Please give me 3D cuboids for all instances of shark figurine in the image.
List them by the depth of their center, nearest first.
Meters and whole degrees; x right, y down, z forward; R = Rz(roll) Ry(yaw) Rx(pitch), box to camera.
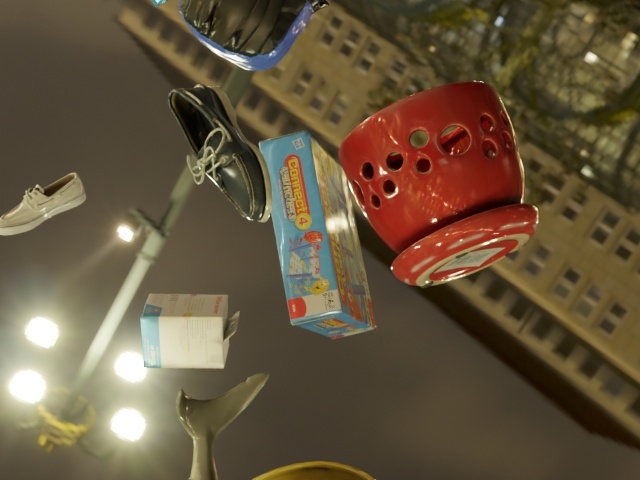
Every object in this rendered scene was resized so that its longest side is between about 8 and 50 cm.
[{"bbox_3d":[-0.068,0.259,1.003,0.116,0.166,0.278,2,-143,-12],"label":"shark figurine"}]

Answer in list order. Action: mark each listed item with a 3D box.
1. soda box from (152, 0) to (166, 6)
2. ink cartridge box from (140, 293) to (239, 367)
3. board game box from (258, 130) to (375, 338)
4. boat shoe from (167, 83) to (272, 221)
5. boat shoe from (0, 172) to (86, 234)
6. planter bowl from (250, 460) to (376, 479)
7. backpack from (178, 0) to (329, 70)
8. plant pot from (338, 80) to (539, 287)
[{"bbox_3d":[-0.131,-0.298,1.151,0.071,0.067,0.210,59,-162,-17],"label":"soda box"},{"bbox_3d":[-0.197,0.139,1.780,0.143,0.089,0.092,1,-160,1],"label":"ink cartridge box"},{"bbox_3d":[0.000,0.000,1.969,0.302,0.086,0.308,34,-136,-75],"label":"board game box"},{"bbox_3d":[-0.141,-0.125,1.614,0.079,0.095,0.254,-4,-126,-34],"label":"boat shoe"},{"bbox_3d":[-0.283,-0.039,1.159,0.100,0.035,0.035,-27,-144,-26],"label":"boat shoe"},{"bbox_3d":[-0.014,0.354,1.270,0.217,0.217,0.090,20,-156,-27],"label":"planter bowl"},{"bbox_3d":[-0.043,-0.188,0.870,0.098,0.120,0.101,29,177,6],"label":"backpack"},{"bbox_3d":[0.136,-0.056,1.256,0.191,0.191,0.174,1,-119,-54],"label":"plant pot"}]
